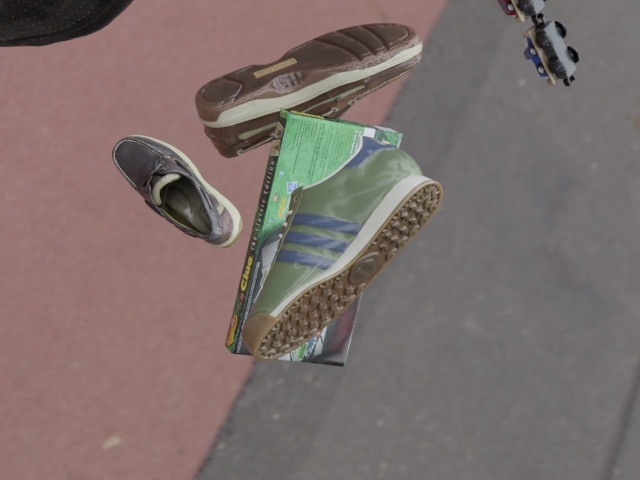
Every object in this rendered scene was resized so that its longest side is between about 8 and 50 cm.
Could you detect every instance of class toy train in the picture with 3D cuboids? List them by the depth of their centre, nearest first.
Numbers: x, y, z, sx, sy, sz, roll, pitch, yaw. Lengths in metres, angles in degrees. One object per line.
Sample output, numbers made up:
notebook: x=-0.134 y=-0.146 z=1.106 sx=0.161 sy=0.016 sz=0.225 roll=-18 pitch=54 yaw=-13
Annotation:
toy train: x=0.140 y=-0.177 z=1.288 sx=0.027 sy=0.036 sz=0.158 roll=-45 pitch=116 yaw=-33

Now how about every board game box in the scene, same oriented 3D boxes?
board game box: x=-0.007 y=0.000 z=1.888 sx=0.136 sy=0.030 sz=0.260 roll=10 pitch=100 yaw=-23

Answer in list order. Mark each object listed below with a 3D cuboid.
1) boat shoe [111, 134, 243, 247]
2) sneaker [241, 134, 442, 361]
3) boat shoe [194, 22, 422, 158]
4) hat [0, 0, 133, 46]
boat shoe: x=-0.136 y=-0.050 z=1.652 sx=0.152 sy=0.056 sz=0.049 roll=35 pitch=8 yaw=22
sneaker: x=0.000 y=0.000 z=1.383 sx=0.086 sy=0.192 sz=0.064 roll=49 pitch=7 yaw=31
boat shoe: x=-0.007 y=-0.161 z=1.990 sx=0.095 sy=0.257 sz=0.095 roll=-110 pitch=-177 yaw=-56
hat: x=-0.254 y=-0.234 z=1.077 sx=0.331 sy=0.331 sz=0.134 roll=18 pitch=67 yaw=-38
